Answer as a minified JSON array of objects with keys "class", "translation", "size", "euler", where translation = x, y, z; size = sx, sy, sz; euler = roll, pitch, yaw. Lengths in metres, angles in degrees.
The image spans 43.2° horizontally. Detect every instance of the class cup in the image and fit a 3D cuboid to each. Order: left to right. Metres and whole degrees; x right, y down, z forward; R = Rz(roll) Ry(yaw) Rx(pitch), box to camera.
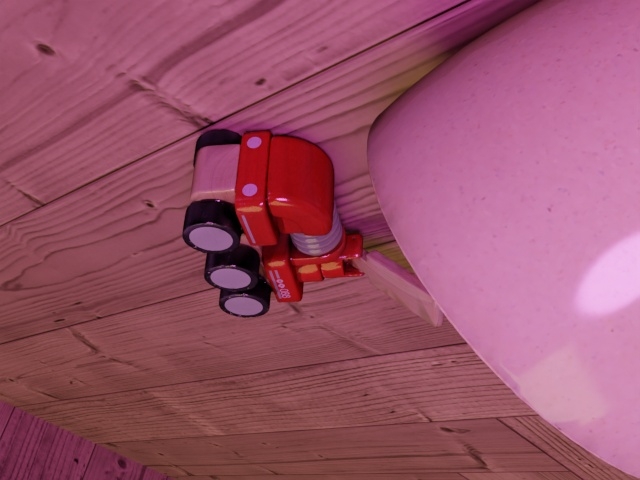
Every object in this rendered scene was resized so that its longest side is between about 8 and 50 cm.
[{"class":"cup","translation":[0.230,-0.049,0.515],"size":[0.331,0.331,0.237],"euler":[29,124,-22]}]

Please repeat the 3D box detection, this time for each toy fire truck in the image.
[{"class":"toy fire truck","translation":[0.000,0.000,0.843],"size":[0.247,0.158,0.217],"euler":[-3,147,8]}]
